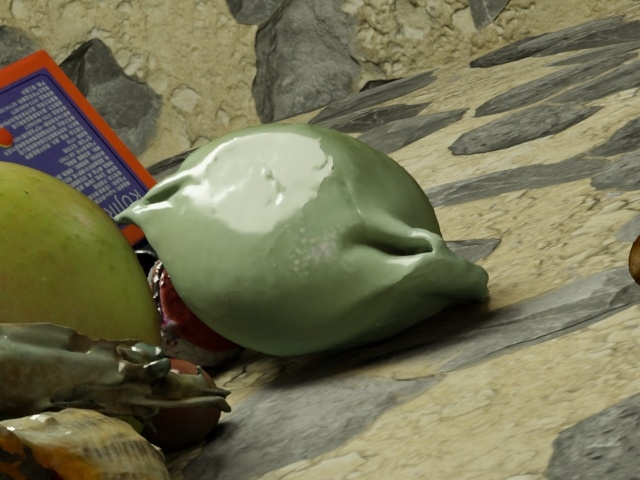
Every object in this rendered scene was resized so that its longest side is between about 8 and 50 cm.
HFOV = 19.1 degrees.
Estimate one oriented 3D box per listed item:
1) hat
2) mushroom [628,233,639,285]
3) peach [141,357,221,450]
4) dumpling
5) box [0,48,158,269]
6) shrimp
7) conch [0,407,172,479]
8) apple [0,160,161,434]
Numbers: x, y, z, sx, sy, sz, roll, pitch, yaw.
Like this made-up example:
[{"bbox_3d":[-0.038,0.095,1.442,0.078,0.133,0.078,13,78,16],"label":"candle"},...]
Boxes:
[{"bbox_3d":[-0.150,0.091,1.972,0.140,0.128,0.227,19,-29,-26],"label":"hat"},{"bbox_3d":[0.308,0.012,1.526,0.126,0.085,0.109,-7,15,29],"label":"mushroom"},{"bbox_3d":[-0.130,0.145,1.691,0.083,0.083,0.083,-19,11,4],"label":"peach"},{"bbox_3d":[-0.001,-0.009,1.813,0.270,0.320,0.211,-26,-28,-39],"label":"dumpling"},{"bbox_3d":[-0.387,0.029,2.003,0.318,0.257,0.349,-44,-4,37],"label":"box"},{"bbox_3d":[-0.238,0.165,1.431,0.360,0.246,0.085,-12,31,-16],"label":"shrimp"},{"bbox_3d":[-0.199,0.208,1.283,0.291,0.159,0.210,11,25,-46],"label":"conch"},{"bbox_3d":[-0.297,0.093,1.600,0.319,0.319,0.277,-13,0,32],"label":"apple"}]
